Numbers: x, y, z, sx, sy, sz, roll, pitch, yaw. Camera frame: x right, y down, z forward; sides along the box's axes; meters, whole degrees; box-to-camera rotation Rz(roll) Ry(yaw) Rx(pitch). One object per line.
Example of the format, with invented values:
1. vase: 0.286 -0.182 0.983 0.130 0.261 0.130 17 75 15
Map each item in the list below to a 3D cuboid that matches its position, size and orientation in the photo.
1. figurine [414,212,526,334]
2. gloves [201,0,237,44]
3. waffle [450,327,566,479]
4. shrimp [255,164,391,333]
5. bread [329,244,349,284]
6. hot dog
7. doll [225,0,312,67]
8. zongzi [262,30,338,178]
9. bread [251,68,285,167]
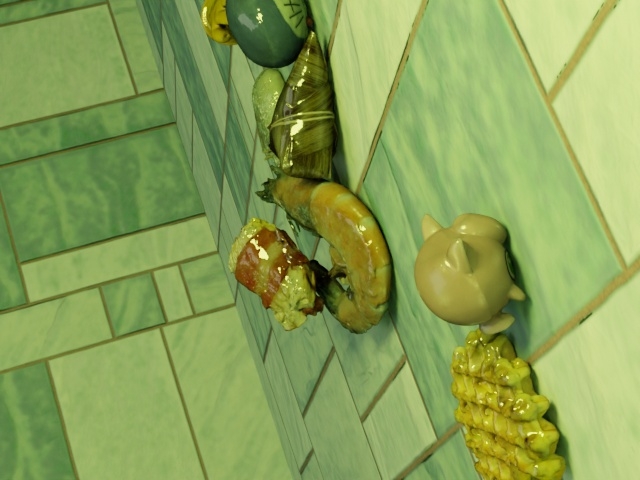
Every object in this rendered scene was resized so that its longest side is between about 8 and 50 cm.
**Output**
1. figurine: 0.170 0.037 1.230 0.138 0.125 0.125 62 171 -19
2. gloves: -0.155 -0.424 1.964 0.294 0.116 0.133 -138 62 -77
3. waffle: 0.230 0.238 1.332 0.249 0.056 0.253 -123 23 -53
4. shrimp: 0.000 0.000 1.871 0.445 0.085 0.272 39 140 50
5. bread: 0.040 0.037 1.942 0.083 0.035 0.070 -124 22 -62
6. hot dog: -0.073 0.054 1.874 0.213 0.103 0.146 48 134 14
7. doll: -0.096 -0.409 1.728 0.258 0.154 0.228 63 -165 -16
8. zongzi: -0.032 -0.239 1.821 0.248 0.111 0.241 -131 45 -74
9. bread: -0.088 -0.224 2.108 0.172 0.064 0.232 113 141 -67
